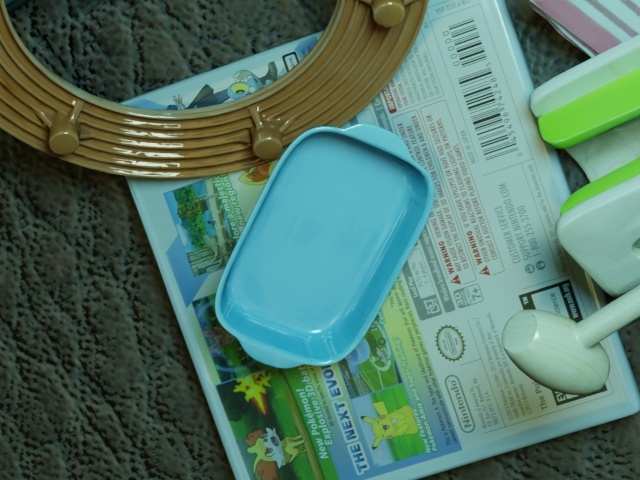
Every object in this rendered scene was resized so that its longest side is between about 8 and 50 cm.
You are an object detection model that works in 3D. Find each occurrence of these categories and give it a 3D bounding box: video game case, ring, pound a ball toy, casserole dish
[{"bbox_3d":[0.037,0.012,1.352,0.300,0.036,0.329,-18,96,12],"label":"video game case"},{"bbox_3d":[-0.095,-0.157,1.209,0.337,0.032,0.336,-4,135,-4],"label":"ring"},{"bbox_3d":[0.270,-0.034,1.209,0.319,0.208,0.136,-27,136,24],"label":"pound a ball toy"},{"bbox_3d":[0.000,0.000,1.302,0.114,0.037,0.188,22,108,-17],"label":"casserole dish"}]

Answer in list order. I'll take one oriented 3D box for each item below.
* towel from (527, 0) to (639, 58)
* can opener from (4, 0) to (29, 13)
[{"bbox_3d":[0.244,-0.181,1.228,0.144,0.029,0.197,33,128,-29],"label":"towel"},{"bbox_3d":[-0.239,-0.209,1.341,0.283,0.076,0.095,-30,94,11],"label":"can opener"}]
